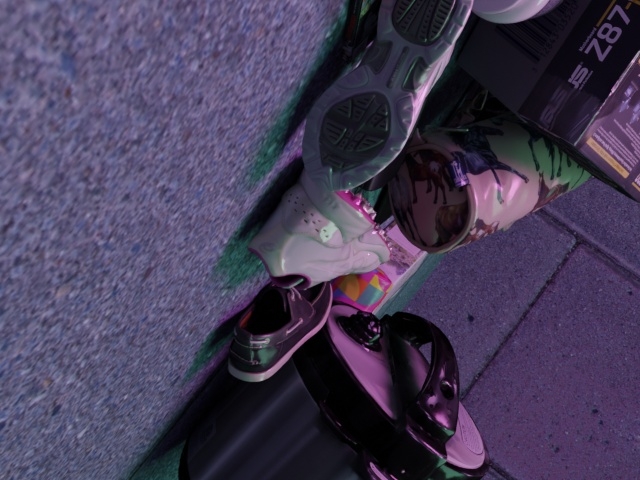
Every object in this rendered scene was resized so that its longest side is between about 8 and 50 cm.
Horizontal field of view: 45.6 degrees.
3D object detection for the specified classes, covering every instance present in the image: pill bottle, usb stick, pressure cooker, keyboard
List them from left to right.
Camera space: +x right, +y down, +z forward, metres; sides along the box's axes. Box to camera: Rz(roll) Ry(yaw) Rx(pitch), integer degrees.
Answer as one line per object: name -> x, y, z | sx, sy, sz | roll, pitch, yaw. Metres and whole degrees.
pressure cooker -> 0.042, 0.297, 1.138 | 0.420, 0.370, 0.376 | -48, 144, 13
keyboard -> 0.134, -0.094, 1.299 | 0.108, 0.023, 0.180 | -37, 162, -32
usb stick -> 0.096, -0.156, 0.924 | 0.077, 0.045, 0.278 | -38, 163, -27
pill bottle -> 0.207, -0.288, 0.813 | 0.180, 0.108, 0.108 | -34, 158, -58

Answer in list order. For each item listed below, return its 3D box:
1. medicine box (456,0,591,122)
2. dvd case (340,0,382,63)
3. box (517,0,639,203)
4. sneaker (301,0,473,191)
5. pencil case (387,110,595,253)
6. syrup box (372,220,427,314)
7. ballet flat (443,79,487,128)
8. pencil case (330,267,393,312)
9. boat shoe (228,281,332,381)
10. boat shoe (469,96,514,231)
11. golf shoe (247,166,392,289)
medicine box -> 0.380, -0.338, 1.079 | 0.289, 0.149, 0.263 | -24, 152, -39
dvd case -> 0.054, -0.219, 0.664 | 0.087, 0.013, 0.119 | -47, 166, -23
box -> 0.443, -0.228, 0.993 | 0.395, 0.097, 0.318 | 12, 112, -55
sneaker -> 0.070, -0.144, 0.704 | 0.232, 0.090, 0.115 | -55, 172, 19
pencil case -> 0.293, -0.129, 1.164 | 0.410, 0.160, 0.183 | -23, 115, -33
syrup box -> 0.123, 0.055, 1.501 | 0.237, 0.093, 0.096 | -39, 162, -48
ballet flat -> 0.260, -0.232, 1.334 | 0.114, 0.041, 0.041 | -58, 167, 23
pencil case -> 0.027, 0.128, 1.351 | 0.236, 0.104, 0.104 | -55, 168, 9
boat shoe -> -0.046, 0.092, 1.021 | 0.233, 0.084, 0.079 | -46, 141, -52
boat shoe -> 0.382, -0.230, 1.548 | 0.187, 0.156, 0.500 | -40, 151, -32
golf shoe -> 0.000, 0.000, 0.902 | 0.140, 0.115, 0.306 | -42, 161, 1
